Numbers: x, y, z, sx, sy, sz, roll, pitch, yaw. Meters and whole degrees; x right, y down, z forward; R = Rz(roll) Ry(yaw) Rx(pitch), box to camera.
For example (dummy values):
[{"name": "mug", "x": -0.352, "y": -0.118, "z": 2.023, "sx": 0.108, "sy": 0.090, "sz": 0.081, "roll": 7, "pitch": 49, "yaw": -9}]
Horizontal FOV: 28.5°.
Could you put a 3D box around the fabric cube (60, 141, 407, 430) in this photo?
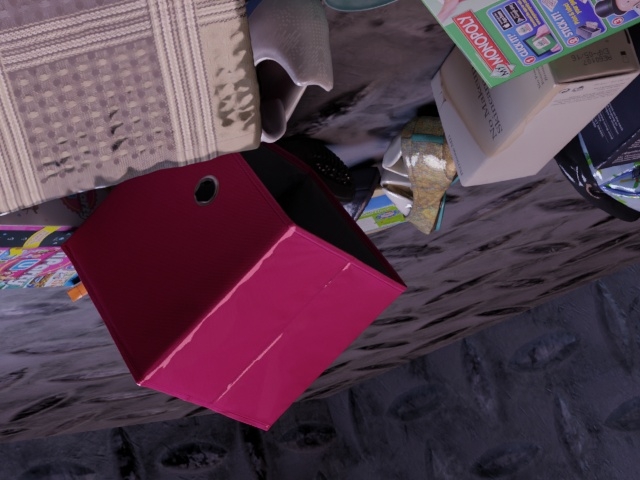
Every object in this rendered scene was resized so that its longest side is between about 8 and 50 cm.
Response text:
[{"name": "fabric cube", "x": -0.107, "y": 0.031, "z": 1.526, "sx": 0.258, "sy": 0.254, "sz": 0.259, "roll": -45, "pitch": 142, "yaw": 12}]

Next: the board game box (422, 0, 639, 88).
[{"name": "board game box", "x": 0.194, "y": -0.277, "z": 1.198, "sx": 0.213, "sy": 0.046, "sz": 0.317, "roll": -21, "pitch": 148, "yaw": 21}]

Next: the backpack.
[{"name": "backpack", "x": 0.567, "y": -0.157, "z": 1.896, "sx": 0.355, "sy": 0.273, "sz": 0.290, "roll": -38, "pitch": 151, "yaw": 25}]

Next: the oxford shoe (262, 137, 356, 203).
[{"name": "oxford shoe", "x": -0.045, "y": -0.091, "z": 1.744, "sx": 0.227, "sy": 0.083, "sz": 0.096, "roll": 15, "pitch": 150, "yaw": -41}]

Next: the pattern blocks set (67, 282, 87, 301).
[{"name": "pattern blocks set", "x": -0.232, "y": 0.008, "z": 1.796, "sx": 0.285, "sy": 0.026, "sz": 0.325, "roll": -32, "pitch": -176, "yaw": -13}]

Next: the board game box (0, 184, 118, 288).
[{"name": "board game box", "x": -0.386, "y": -0.017, "z": 1.604, "sx": 0.224, "sy": 0.097, "sz": 0.303, "roll": -29, "pitch": 162, "yaw": 39}]

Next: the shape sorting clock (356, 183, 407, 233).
[{"name": "shape sorting clock", "x": 0.069, "y": -0.048, "z": 2.087, "sx": 0.206, "sy": 0.040, "sz": 0.206, "roll": -11, "pitch": 165, "yaw": -3}]

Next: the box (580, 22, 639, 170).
[{"name": "box", "x": 0.522, "y": -0.251, "z": 1.562, "sx": 0.343, "sy": 0.179, "sz": 0.312, "roll": -12, "pitch": 166, "yaw": -18}]

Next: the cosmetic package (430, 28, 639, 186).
[{"name": "cosmetic package", "x": 0.246, "y": -0.196, "z": 1.508, "sx": 0.113, "sy": 0.160, "sz": 0.309, "roll": -11, "pitch": 163, "yaw": -17}]

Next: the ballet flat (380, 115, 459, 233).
[{"name": "ballet flat", "x": 0.146, "y": -0.100, "z": 1.880, "sx": 0.123, "sy": 0.123, "sz": 0.348, "roll": -15, "pitch": 166, "yaw": -6}]

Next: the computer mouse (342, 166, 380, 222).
[{"name": "computer mouse", "x": 0.000, "y": 0.000, "z": 1.936, "sx": 0.060, "sy": 0.184, "sz": 0.262, "roll": 28, "pitch": 135, "yaw": -7}]

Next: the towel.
[{"name": "towel", "x": -0.215, "y": -0.171, "z": 1.067, "sx": 0.312, "sy": 0.056, "sz": 0.324, "roll": -16, "pitch": 134, "yaw": -10}]

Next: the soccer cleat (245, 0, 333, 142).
[{"name": "soccer cleat", "x": -0.108, "y": -0.147, "z": 1.327, "sx": 0.116, "sy": 0.143, "sz": 0.331, "roll": -4, "pitch": 161, "yaw": -40}]

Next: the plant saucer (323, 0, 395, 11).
[{"name": "plant saucer", "x": 0.057, "y": -0.272, "z": 1.287, "sx": 0.119, "sy": 0.021, "sz": 0.119, "roll": -15, "pitch": 165, "yaw": -4}]
